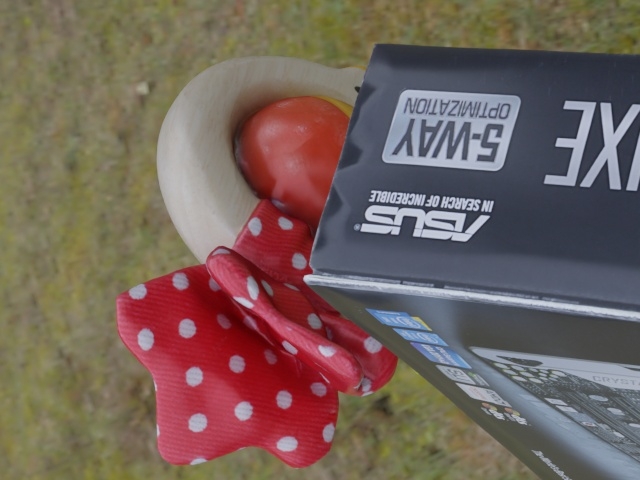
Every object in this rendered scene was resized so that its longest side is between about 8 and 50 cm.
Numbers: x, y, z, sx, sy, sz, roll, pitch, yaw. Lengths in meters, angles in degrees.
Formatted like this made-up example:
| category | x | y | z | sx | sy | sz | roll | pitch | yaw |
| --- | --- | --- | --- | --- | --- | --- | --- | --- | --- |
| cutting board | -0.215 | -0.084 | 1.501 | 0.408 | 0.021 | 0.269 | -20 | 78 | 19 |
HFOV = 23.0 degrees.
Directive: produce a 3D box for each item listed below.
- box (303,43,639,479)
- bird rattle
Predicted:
| category | x | y | z | sx | sy | sz | roll | pitch | yaw |
| --- | --- | --- | --- | --- | --- | --- | --- | --- | --- |
| box | 0.171 | 0.047 | 0.487 | 0.242 | 0.307 | 0.077 | 7 | 71 | 29 |
| bird rattle | 0.000 | 0.000 | 0.754 | 0.207 | 0.253 | 0.143 | 57 | 142 | 25 |
